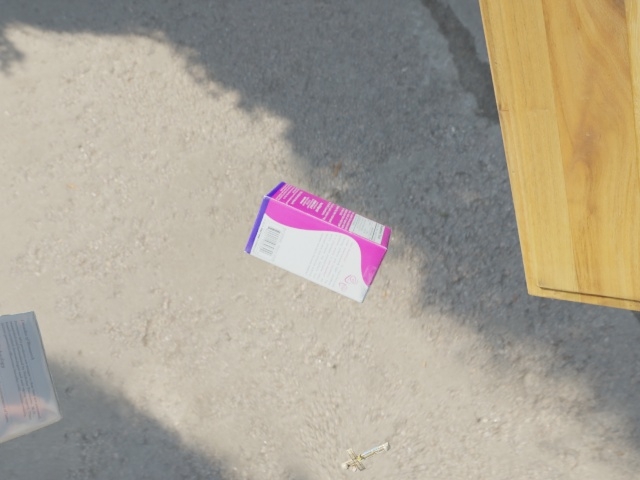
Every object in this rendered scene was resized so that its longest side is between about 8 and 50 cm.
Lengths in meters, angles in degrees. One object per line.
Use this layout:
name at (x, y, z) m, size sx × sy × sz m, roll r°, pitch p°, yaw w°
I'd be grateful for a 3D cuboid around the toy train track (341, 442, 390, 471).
toy train track at (0.072, 0.341, 0.895) m, size 0.083 × 0.014 × 0.048 m, roll -29°, pitch 109°, yaw 10°

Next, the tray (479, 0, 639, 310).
tray at (0.280, -0.123, 0.551) m, size 0.202 × 0.411 × 0.076 m, roll 6°, pitch 31°, yaw 45°

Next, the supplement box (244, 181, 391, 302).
supplement box at (0.000, 0.000, 0.988) m, size 0.220 × 0.114 × 0.111 m, roll 24°, pitch 112°, yaw 3°

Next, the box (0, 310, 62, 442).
box at (-0.518, 0.223, 0.870) m, size 0.180 × 0.119 × 0.182 m, roll -23°, pitch 81°, yaw 25°
